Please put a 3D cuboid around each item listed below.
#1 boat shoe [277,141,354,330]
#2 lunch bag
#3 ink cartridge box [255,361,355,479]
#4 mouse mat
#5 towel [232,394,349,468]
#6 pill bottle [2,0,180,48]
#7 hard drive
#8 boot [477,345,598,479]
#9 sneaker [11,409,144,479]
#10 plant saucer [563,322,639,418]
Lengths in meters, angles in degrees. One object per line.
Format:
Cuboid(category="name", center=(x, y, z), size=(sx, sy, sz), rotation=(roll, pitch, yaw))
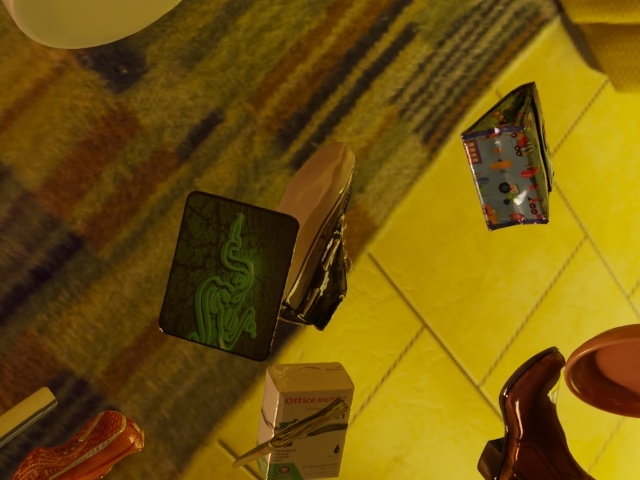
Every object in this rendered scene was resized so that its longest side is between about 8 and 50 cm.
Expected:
Cuboid(category="boat shoe", center=(0.000, 0.000, 1.713), size=(0.158, 0.127, 0.341), rotation=(38, 73, -37))
Cuboid(category="lunch bag", center=(0.424, -0.189, 1.997), size=(0.293, 0.138, 0.221), rotation=(-50, 127, -51))
Cuboid(category="ink cartridge box", center=(-0.032, 0.356, 1.850), size=(0.160, 0.092, 0.220), rotation=(-1, 116, -19))
Cuboid(category="mouse mat", center=(-0.116, 0.044, 1.180), size=(0.007, 0.152, 0.190), rotation=(-19, 123, -76))
Cuboid(category="towel", center=(-0.043, 0.235, 1.141), size=(0.102, 0.237, 0.021), rotation=(-24, 80, -23))
Cuboid(category="pill bottle", center=(-0.267, -0.376, 0.825), size=(0.224, 0.224, 0.392), rotation=(-24, 73, -29))
Cuboid(category="hard drive", center=(-0.576, 0.354, 1.464), size=(0.040, 0.210, 0.318), rotation=(54, 44, -2))
Cuboid(category="boot", center=(0.348, 0.313, 1.262), size=(0.096, 0.280, 0.264), rotation=(-4, 123, -40))
Cuboid(category="sneaker", center=(-0.279, 0.258, 1.078), size=(0.175, 0.064, 0.067), rotation=(-27, 131, 14))
Cuboid(category="plant saucer", center=(0.393, 0.153, 1.124), size=(0.200, 0.200, 0.037), rotation=(38, 47, -32))
